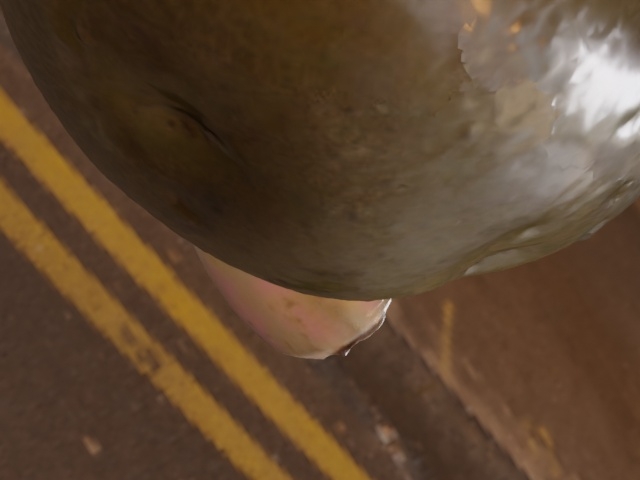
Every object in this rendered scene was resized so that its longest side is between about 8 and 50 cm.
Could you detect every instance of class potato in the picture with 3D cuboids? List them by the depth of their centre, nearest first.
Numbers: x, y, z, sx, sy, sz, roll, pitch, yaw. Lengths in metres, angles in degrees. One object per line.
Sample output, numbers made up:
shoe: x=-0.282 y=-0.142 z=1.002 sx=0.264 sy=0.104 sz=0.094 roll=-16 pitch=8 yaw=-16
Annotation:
potato: x=0.007 y=-0.070 z=0.422 sx=0.235 sy=0.177 sz=0.160 roll=78 pitch=1 yaw=-71

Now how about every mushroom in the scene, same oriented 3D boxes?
mushroom: x=-0.017 y=-0.008 z=1.525 sx=0.173 sy=0.236 sz=0.162 roll=40 pitch=16 yaw=-32
